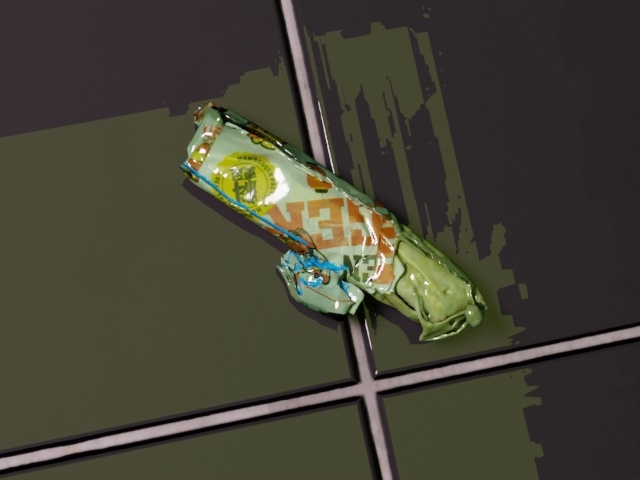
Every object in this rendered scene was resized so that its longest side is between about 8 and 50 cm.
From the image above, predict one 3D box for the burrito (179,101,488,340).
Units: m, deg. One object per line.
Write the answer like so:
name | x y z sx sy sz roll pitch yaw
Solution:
burrito | 0.000 0.000 1.115 0.288 0.054 0.104 33 80 1
